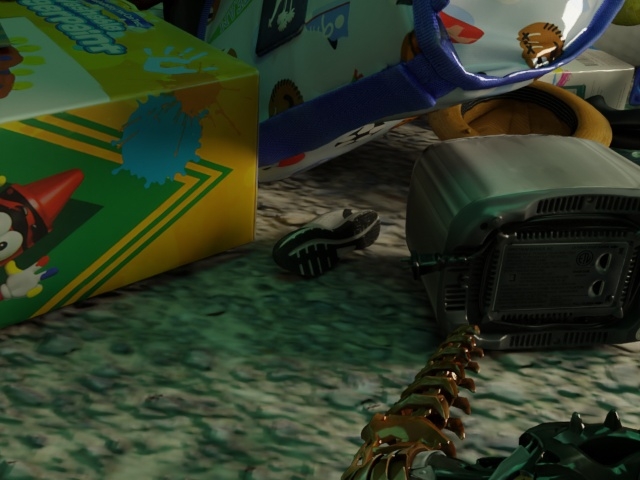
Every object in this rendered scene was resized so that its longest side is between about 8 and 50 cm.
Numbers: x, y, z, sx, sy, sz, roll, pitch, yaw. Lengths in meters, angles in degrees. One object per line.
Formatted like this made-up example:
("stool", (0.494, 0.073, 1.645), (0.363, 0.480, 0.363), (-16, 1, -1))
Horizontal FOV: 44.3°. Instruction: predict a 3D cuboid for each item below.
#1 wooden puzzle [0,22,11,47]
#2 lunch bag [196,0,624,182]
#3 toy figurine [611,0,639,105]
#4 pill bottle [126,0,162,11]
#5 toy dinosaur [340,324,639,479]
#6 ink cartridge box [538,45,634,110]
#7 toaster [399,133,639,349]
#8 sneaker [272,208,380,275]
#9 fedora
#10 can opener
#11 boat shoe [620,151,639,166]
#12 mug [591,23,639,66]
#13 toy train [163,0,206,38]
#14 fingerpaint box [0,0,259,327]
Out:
("wooden puzzle", (-0.249, -0.144, 0.558), (0.049, 0.006, 0.083), (-11, 36, -24))
("lunch bag", (0.072, -0.219, 0.702), (0.328, 0.239, 0.385), (-13, 33, 50))
("toy figurine", (0.434, -0.184, 0.846), (0.362, 0.191, 0.217), (24, 68, -7))
("pill bottle", (-0.180, -0.382, 0.832), (0.229, 0.229, 0.407), (-21, 13, -36))
("toy dinosaur", (0.070, 0.139, 0.334), (0.218, 0.164, 0.322), (-6, 51, 12))
("ink cartridge box", (0.243, -0.194, 0.963), (0.231, 0.078, 0.134), (-7, 33, -20))
("toaster", (0.155, -0.004, 0.594), (0.227, 0.129, 0.146), (-3, 28, -9))
("sneaker", (0.000, 0.000, 0.654), (0.109, 0.040, 0.044), (-19, 22, -40))
("fedora", (0.195, -0.097, 0.796), (0.194, 0.079, 0.194), (2, 37, -2))
("can opener", (0.320, -0.117, 0.839), (0.073, 0.059, 0.186), (-47, 20, -3))
("boat shoe", (0.403, -0.051, 0.744), (0.254, 0.095, 0.079), (-4, 42, 3))
("mug", (0.356, -0.384, 1.101), (0.328, 0.276, 0.374), (9, 27, 14))
("toy train", (-0.127, -0.338, 1.102), (0.190, 0.142, 0.334), (-11, 33, -8))
("fingerpaint box", (-0.325, -0.105, 0.649), (0.371, 0.163, 0.445), (-21, 40, -35))
